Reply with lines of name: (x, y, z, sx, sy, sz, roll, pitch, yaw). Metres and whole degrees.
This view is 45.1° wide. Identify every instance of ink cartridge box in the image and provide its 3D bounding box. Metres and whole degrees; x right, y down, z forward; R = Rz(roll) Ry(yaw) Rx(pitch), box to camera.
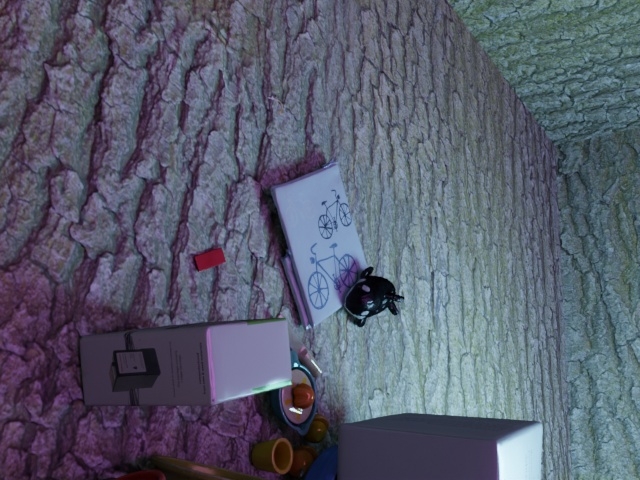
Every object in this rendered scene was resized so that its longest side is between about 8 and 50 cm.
ink cartridge box: (-0.212, 0.190, 1.217, 0.198, 0.273, 0.114, 1, 82, -57)

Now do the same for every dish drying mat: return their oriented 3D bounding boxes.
dish drying mat: (-0.216, 0.037, 1.500, 0.083, 0.008, 0.032, -22, 99, -56)

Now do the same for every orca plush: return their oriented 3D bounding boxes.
orca plush: (0.160, 0.157, 1.926, 0.287, 0.102, 0.151, 37, 67, -63)

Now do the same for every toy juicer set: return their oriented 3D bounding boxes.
toy juicer set: (-0.032, 0.338, 1.617, 0.209, 0.089, 0.329, 38, 50, -45)

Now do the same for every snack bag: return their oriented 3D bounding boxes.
snack bag: (0.000, 0.000, 1.816, 0.323, 0.037, 0.342, -30, 107, -56)

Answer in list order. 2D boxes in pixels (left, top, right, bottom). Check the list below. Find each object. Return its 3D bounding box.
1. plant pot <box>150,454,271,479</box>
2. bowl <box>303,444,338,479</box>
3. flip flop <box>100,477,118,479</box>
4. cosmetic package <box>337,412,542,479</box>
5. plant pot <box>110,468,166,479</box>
plant pot: (-0.170, 0.502, 1.232, 0.276, 0.276, 0.253, 31, 67, -49)
bowl: (0.050, 0.620, 1.621, 0.391, 0.077, 0.391, 7, 82, -63)
flip flop: (-0.308, 0.499, 1.154, 0.112, 0.080, 0.277, 21, 63, -53)
cosmetic package: (0.255, 0.539, 1.588, 0.394, 0.327, 0.329, 14, 76, -62)
plant pot: (-0.275, 0.474, 0.997, 0.275, 0.275, 0.243, -29, 94, -56)
